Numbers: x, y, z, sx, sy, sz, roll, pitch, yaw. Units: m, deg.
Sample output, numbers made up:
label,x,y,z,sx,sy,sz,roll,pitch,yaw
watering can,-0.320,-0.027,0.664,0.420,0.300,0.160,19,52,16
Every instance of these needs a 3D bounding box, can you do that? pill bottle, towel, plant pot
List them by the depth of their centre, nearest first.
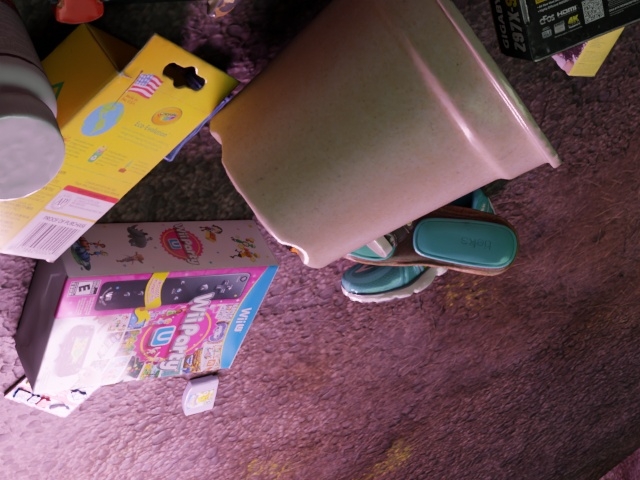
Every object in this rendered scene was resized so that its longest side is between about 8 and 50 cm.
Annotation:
label,x,y,z,sx,sy,sz,roll,pitch,yaw
pill bottle,-0.321,-0.146,1.027,0.121,0.221,0.121,-19,141,-16
plant pot,0.055,-0.140,1.247,0.305,0.333,0.334,-34,145,12
towel,-0.167,-0.151,1.303,0.119,0.029,0.067,-42,142,13

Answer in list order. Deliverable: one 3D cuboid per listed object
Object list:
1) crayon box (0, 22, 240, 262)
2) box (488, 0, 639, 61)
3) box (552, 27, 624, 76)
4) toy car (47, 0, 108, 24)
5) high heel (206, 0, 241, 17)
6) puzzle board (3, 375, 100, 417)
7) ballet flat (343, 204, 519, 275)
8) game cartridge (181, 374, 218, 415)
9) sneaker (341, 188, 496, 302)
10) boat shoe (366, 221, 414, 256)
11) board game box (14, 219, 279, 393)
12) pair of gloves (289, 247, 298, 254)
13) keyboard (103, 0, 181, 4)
label,x,y,z,sx,sy,sz,roll,pitch,yaw
crayon box,-0.260,-0.114,1.188,0.318,0.081,0.202,-41,161,12
box,0.337,-0.384,1.265,0.322,0.079,0.257,-24,112,-14
box,0.384,-0.337,1.447,0.058,0.087,0.232,-2,134,-35
toy car,-0.211,-0.348,1.009,0.225,0.053,0.239,-36,136,-3
high heel,-0.001,-0.327,1.150,0.186,0.093,0.261,18,109,-40
puzzle board,-0.385,0.217,1.588,0.096,0.011,0.128,-40,144,11
ballet flat,0.115,-0.020,1.567,0.343,0.124,0.116,8,93,-6
game cartridge,-0.198,0.254,1.767,0.056,0.017,0.083,-9,138,-24
sneaker,0.147,0.003,1.684,0.275,0.107,0.110,-29,125,-12
boat shoe,0.040,-0.082,1.446,0.069,0.081,0.227,-42,111,-10
board game box,-0.237,0.086,1.474,0.303,0.097,0.224,-4,136,-35
pair of gloves,0.000,0.000,1.621,0.083,0.010,0.074,21,120,-45
keyboard,-0.184,-0.291,1.132,0.180,0.023,0.108,-10,139,-29
